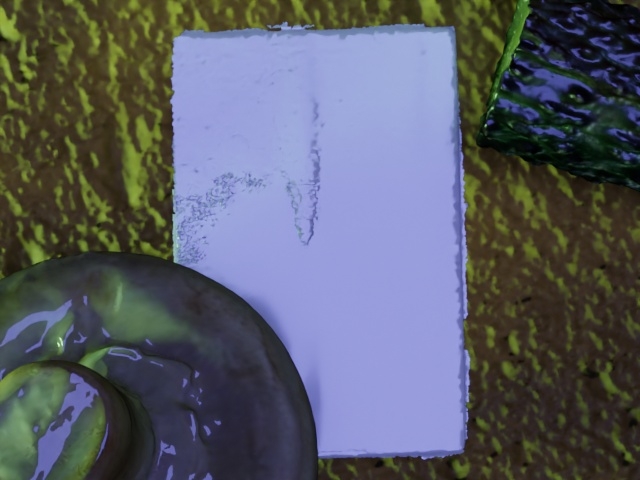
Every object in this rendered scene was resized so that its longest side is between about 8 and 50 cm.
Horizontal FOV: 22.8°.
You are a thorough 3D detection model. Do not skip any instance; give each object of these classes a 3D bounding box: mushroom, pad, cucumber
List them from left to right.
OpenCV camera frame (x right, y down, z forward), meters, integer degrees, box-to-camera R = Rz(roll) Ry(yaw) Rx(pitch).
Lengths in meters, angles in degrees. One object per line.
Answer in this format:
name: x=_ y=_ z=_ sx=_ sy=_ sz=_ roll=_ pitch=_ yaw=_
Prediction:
mushroom: x=-0.106 y=0.096 z=0.720 sx=0.207 sy=0.215 sz=0.207 roll=-1 pitch=74 yaw=4
pad: x=0.000 y=0.000 z=0.836 sx=0.156 sy=0.004 sz=0.232 roll=-1 pitch=88 yaw=-1
cucumber: x=0.261 y=-0.042 z=0.802 sx=0.359 sy=0.096 sz=0.096 roll=17 pitch=88 yaw=-2
